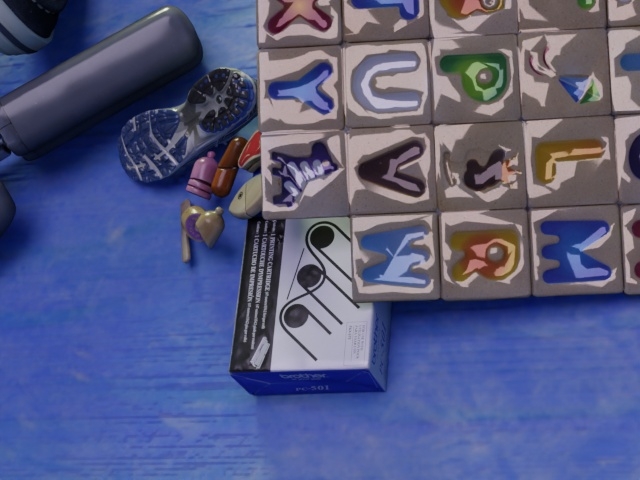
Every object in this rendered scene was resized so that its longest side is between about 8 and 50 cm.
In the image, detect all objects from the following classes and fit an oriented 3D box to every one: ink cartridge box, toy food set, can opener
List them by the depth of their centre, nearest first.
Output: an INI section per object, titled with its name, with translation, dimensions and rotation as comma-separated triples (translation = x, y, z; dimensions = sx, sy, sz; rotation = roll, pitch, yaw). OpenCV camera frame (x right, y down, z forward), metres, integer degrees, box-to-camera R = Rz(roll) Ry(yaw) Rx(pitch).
[ink cartridge box]
translation = 0.000, 0.000, 0.954
dimensions = 0.097, 0.046, 0.207
rotation = -4, 63, 18
[toy food set]
translation = -0.068, -0.039, 0.975
dimensions = 0.122, 0.019, 0.078
rotation = -39, 42, 36
[can opener]
translation = -0.206, -0.069, 1.056
dimensions = 0.283, 0.076, 0.095
rotation = -30, 89, -1

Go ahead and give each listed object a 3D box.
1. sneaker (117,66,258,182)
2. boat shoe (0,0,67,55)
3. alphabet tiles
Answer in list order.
[sneaker]
translation = -0.090, -0.081, 1.032
dimensions = 0.135, 0.058, 0.052
rotation = -25, 81, 31
[boat shoe]
translation = -0.225, -0.374, 1.153
dimensions = 0.156, 0.187, 0.500
rotation = -13, 55, 21
[alphabet tiles]
translation = 0.129, -0.105, 0.898
dimensions = 0.342, 0.011, 0.285
rotation = -2, 83, 6
